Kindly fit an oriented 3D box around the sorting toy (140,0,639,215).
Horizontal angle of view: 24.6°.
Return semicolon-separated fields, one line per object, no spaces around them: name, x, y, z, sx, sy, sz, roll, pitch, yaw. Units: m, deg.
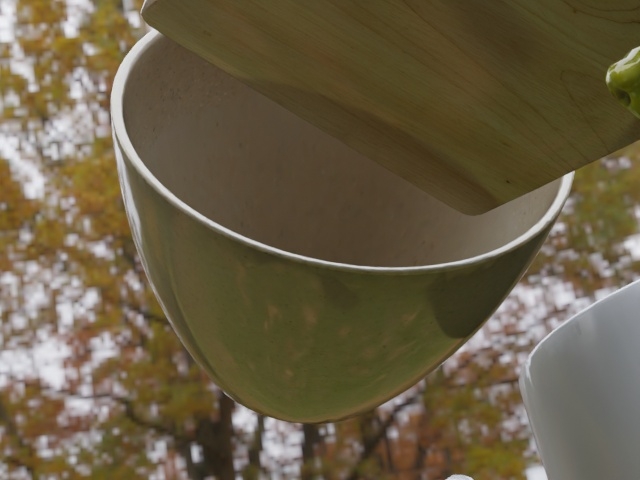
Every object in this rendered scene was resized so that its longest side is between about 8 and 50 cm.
sorting toy;0.079;-0.145;0.810;0.257;0.089;0.255;29;-34;-27

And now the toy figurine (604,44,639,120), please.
toy figurine;0.175;-0.117;0.308;0.191;0.363;0.217;-10;-3;-17

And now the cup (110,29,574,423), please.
cup;0.000;0.000;1.112;0.331;0.331;0.237;-2;-49;-17

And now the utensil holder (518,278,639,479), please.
utensil holder;0.358;0.234;1.156;0.327;0.385;0.327;-15;-25;-7

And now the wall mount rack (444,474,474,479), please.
wall mount rack;0.170;0.238;0.539;0.350;0.304;0.130;-8;-21;18
